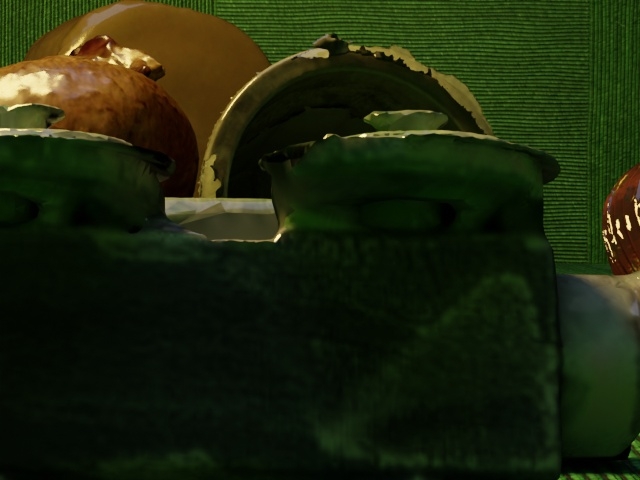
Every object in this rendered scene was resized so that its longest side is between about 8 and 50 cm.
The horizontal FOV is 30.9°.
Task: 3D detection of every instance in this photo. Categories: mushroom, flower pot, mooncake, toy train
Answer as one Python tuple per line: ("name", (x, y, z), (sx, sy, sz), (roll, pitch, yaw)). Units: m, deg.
("mushroom", (-0.276, -0.080, 1.131), (0.334, 0.356, 0.331), (9, -20, -42))
("flower pot", (0.000, 0.000, 1.026), (0.290, 0.290, 0.259), (0, -13, -22))
("mooncake", (-0.271, -0.124, 1.738), (0.467, 0.467, 0.262), (0, -5, -32))
("toy train", (-0.041, 0.051, 0.445), (0.307, 0.173, 0.249), (0, -7, -3))

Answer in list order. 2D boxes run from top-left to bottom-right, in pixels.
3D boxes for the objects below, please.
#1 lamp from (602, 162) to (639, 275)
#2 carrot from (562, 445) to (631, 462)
("lamp", (0.433, 0.005, 1.304), (0.247, 0.247, 0.247), (1, 2, 0))
("carrot", (0.101, 0.102, 0.643), (0.139, 0.048, 0.048), (-1, 2, -5))
